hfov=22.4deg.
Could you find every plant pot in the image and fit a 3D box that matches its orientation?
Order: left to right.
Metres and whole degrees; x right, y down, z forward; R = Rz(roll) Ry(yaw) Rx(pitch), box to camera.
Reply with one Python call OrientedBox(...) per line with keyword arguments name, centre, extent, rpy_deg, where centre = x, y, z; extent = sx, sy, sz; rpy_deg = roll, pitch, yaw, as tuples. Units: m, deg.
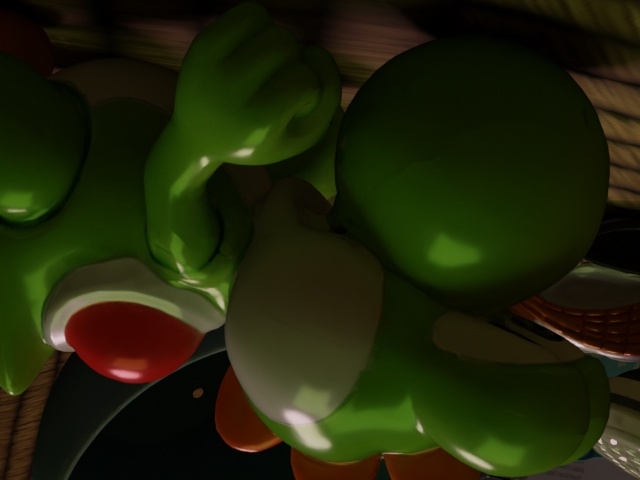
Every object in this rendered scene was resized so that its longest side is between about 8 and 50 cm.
OrientedBox(name="plant pot", centre=(-0.092, 0.147, 1.219), extent=(0.290, 0.290, 0.195), rpy_deg=(19, -162, -34))

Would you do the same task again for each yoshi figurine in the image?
OrientedBox(name="yoshi figurine", centre=(-0.029, -0.038, 0.681), extent=(0.362, 0.203, 0.203), rpy_deg=(25, 136, 20))

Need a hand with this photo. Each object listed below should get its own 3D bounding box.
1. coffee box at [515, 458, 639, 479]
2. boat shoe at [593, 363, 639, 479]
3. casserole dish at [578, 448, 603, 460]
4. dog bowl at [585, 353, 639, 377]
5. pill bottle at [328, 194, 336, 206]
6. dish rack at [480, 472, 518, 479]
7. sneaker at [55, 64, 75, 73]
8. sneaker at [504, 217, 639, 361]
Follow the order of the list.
OrientedBox(name="coffee box", centre=(0.384, 0.302, 1.556), extent=(0.337, 0.338, 0.334), rpy_deg=(8, 171, 34))
OrientedBox(name="boat shoe", centre=(0.379, 0.116, 0.921), extent=(0.500, 0.156, 0.187), rpy_deg=(12, 175, -16))
OrientedBox(name="casserole dish", centre=(0.195, 0.111, 1.353), extent=(0.114, 0.037, 0.188), rpy_deg=(14, -151, -10))
OrientedBox(name="dog bowl", centre=(0.143, 0.060, 1.226), extent=(0.297, 0.074, 0.166), rpy_deg=(16, 172, -12))
OrientedBox(name="pill bottle", centre=(0.000, 0.000, 0.913), extent=(0.186, 0.112, 0.112), rpy_deg=(7, 170, 41))
OrientedBox(name="dish rack", centre=(0.062, 0.162, 1.425), extent=(0.271, 0.074, 0.208), rpy_deg=(13, 158, -15))
OrientedBox(name="sneaker", centre=(-0.207, -0.034, 0.883), extent=(0.283, 0.122, 0.110), rpy_deg=(1, 130, 32))
OrientedBox(name="sneaker", centre=(0.118, 0.028, 0.986), extent=(0.262, 0.099, 0.121), rpy_deg=(11, 176, 24))
